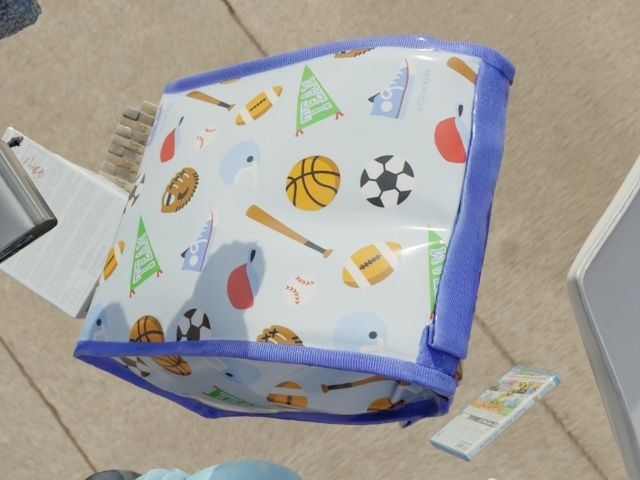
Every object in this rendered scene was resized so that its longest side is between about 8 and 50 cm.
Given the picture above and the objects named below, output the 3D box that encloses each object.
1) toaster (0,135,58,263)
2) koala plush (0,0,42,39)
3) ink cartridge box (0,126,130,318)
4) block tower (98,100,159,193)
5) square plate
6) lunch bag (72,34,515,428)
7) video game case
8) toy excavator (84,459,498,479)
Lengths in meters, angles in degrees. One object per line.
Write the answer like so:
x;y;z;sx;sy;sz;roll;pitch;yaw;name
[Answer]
-0.359;-0.024;1.128;0.186;0.168;0.110;-35;95;-9;toaster
-0.216;-0.277;0.775;0.221;0.196;0.203;-11;68;22;koala plush
-0.387;-0.026;1.600;0.232;0.066;0.189;32;94;13;ink cartridge box
-0.335;-0.073;1.916;0.091;0.097;0.335;24;96;13;block tower
0.366;0.077;1.210;0.344;0.049;0.347;-49;126;-41;square plate
0.000;0.000;1.052;0.239;0.385;0.328;31;62;-39;lunch bag
0.232;0.230;1.498;0.166;0.119;0.015;-38;100;-14;video game case
-0.019;0.378;1.349;0.445;0.433;0.222;-32;43;16;toy excavator
